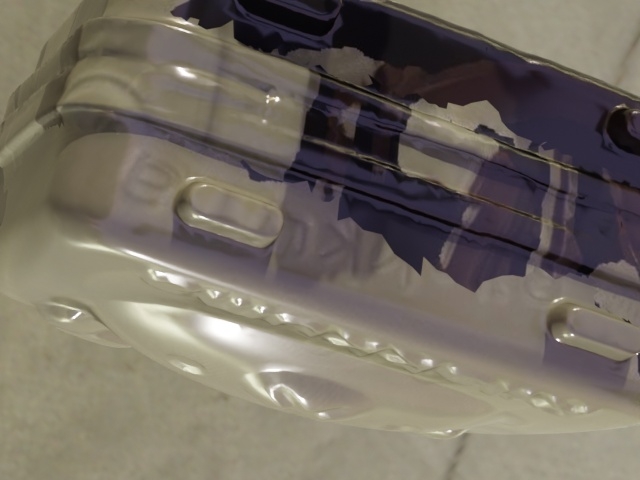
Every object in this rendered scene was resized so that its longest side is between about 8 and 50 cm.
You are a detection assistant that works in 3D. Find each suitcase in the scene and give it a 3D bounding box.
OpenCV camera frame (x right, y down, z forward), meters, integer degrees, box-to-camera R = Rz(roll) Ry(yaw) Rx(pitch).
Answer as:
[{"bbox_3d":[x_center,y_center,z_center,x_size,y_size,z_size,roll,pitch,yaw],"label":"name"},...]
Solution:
[{"bbox_3d":[0.000,0.000,0.949,0.352,0.339,0.194,19,77,-18],"label":"suitcase"}]
